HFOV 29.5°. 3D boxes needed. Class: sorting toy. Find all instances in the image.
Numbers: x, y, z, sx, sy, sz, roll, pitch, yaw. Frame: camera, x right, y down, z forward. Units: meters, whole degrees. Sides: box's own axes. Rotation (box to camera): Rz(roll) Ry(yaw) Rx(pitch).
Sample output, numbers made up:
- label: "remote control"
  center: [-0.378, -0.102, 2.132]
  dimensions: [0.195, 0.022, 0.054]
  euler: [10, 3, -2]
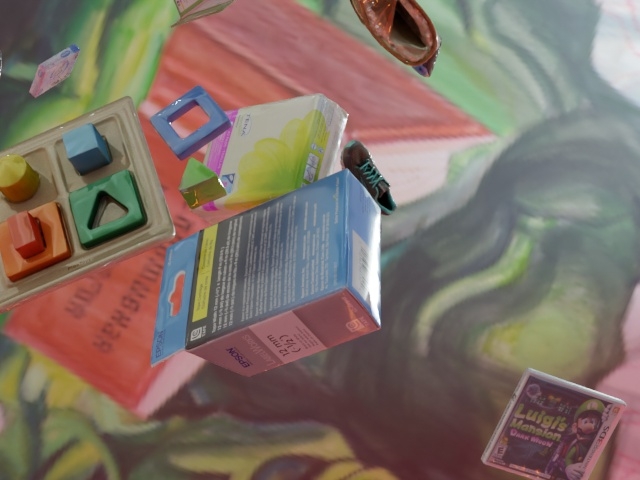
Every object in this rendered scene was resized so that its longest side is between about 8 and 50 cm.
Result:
- label: "sorting toy"
  center: [-0.245, -0.044, 1.140]
  dimensions: [0.047, 0.348, 0.196]
  euler: [63, 4, -54]

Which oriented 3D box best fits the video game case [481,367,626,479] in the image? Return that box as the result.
- label: "video game case"
  center: [0.377, 0.309, 1.965]
  dimensions: [0.173, 0.190, 0.022]
  euler: [-66, -161, 12]

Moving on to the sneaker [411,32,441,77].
- label: "sneaker"
  center: [0.112, -0.275, 1.691]
  dimensions: [0.162, 0.073, 0.063]
  euler: [-124, -135, -54]

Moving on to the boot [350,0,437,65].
- label: "boot"
  center: [0.038, -0.355, 1.520]
  dimensions: [0.089, 0.236, 0.269]
  euler: [-44, -153, 16]

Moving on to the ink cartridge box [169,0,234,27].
- label: "ink cartridge box"
  center: [-0.176, -0.418, 1.990]
  dimensions: [0.109, 0.062, 0.209]
  euler: [-25, -175, -28]

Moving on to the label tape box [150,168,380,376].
- label: "label tape box"
  center: [-0.081, 0.067, 1.852]
  dimensions: [0.348, 0.115, 0.249]
  euler: [-24, -139, 24]

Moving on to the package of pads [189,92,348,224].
- label: "package of pads"
  center: [-0.098, -0.154, 2.335]
  dimensions: [0.297, 0.101, 0.229]
  euler: [-5, -118, 40]

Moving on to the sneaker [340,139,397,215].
- label: "sneaker"
  center: [0.094, -0.111, 2.190]
  dimensions: [0.065, 0.166, 0.076]
  euler: [-43, -143, -19]

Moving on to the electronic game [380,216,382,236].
- label: "electronic game"
  center: [0.000, 0.000, 2.094]
  dimensions: [0.229, 0.229, 0.048]
  euler: [-64, -146, 22]

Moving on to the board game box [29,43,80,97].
- label: "board game box"
  center: [-0.493, -0.314, 2.254]
  dimensions: [0.090, 0.020, 0.090]
  euler: [-43, 177, -37]
